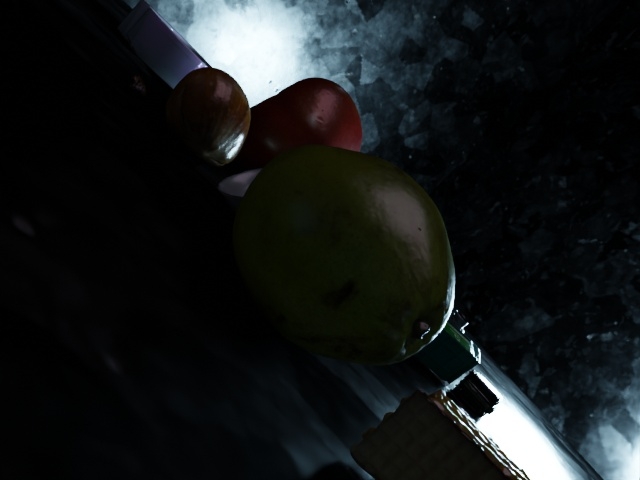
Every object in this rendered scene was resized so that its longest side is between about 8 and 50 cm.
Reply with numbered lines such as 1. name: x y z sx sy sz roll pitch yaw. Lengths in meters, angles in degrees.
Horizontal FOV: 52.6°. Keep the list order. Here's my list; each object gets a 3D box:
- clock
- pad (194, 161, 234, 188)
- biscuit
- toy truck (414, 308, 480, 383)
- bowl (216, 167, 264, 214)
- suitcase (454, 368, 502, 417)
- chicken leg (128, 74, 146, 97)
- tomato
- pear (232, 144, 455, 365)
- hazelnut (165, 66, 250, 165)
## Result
1. clock: -0.375 -0.473 1.713 0.338 0.102 0.338 45 6 -6
2. pad: -0.143 -0.083 1.124 0.163 0.004 0.243 44 7 -11
3. biscuit: 0.186 0.274 0.541 0.378 0.094 0.054 44 12 -1
4. toy truck: 0.213 0.174 1.267 0.253 0.114 0.124 41 18 -28
5. bowl: -0.056 -0.052 0.974 0.189 0.188 0.086 -117 -159 -70
6. suitcase: 0.317 0.304 1.289 0.086 0.059 0.126 49 8 21
7. chicken leg: -0.318 -0.267 1.129 0.036 0.021 0.083 52 7 -29
8. tomato: -0.046 -0.203 1.346 0.226 0.298 0.298 60 4 -10
9. pear: 0.022 0.012 0.662 0.212 0.212 0.269 38 3 -45
10. hazelnut: -0.181 -0.202 1.073 0.150 0.150 0.150 44 7 -6
